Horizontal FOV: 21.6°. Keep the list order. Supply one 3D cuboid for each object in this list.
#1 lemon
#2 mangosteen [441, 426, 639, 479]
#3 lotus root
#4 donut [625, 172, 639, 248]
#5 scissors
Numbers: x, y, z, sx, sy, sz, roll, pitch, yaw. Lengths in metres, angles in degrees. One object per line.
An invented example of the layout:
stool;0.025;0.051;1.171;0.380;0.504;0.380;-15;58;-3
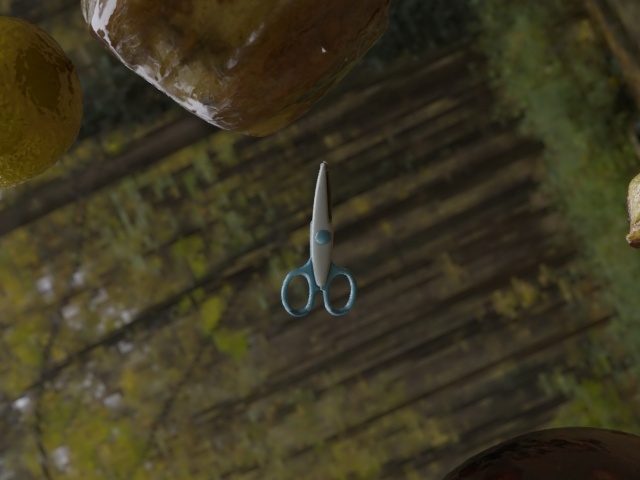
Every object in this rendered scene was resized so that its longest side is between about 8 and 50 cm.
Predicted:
lemon;-0.344;-0.140;1.738;0.178;0.203;0.178;62;-172;-15
mangosteen;0.097;0.201;0.840;0.235;0.261;0.235;-19;-66;-52
lotus root;-0.096;-0.240;1.675;0.316;0.250;0.316;41;174;5
donut;0.420;-0.047;1.848;0.166;0.184;0.073;68;-170;-67
scissors;0.000;0.000;1.245;0.014;0.058;0.119;-123;32;-71
